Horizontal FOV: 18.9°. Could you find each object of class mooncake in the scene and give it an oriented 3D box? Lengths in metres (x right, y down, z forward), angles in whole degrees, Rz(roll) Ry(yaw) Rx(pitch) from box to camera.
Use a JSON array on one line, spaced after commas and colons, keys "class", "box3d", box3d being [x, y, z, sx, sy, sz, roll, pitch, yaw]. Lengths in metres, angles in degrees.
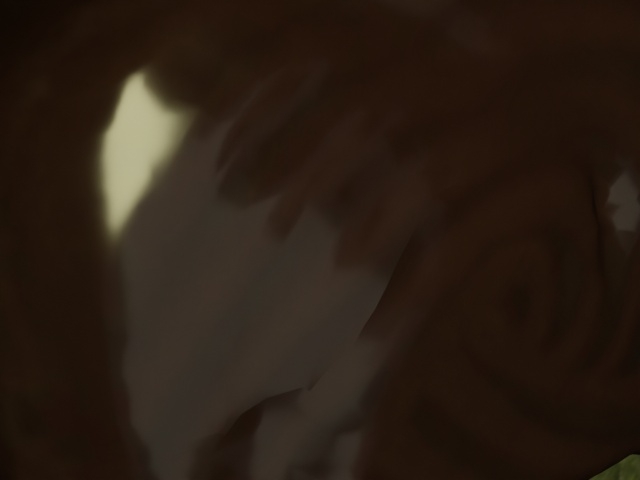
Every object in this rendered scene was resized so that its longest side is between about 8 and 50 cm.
[{"class": "mooncake", "box3d": [0.000, 0.000, 0.642, 0.325, 0.174, 0.334, 15, 90, -42]}]
